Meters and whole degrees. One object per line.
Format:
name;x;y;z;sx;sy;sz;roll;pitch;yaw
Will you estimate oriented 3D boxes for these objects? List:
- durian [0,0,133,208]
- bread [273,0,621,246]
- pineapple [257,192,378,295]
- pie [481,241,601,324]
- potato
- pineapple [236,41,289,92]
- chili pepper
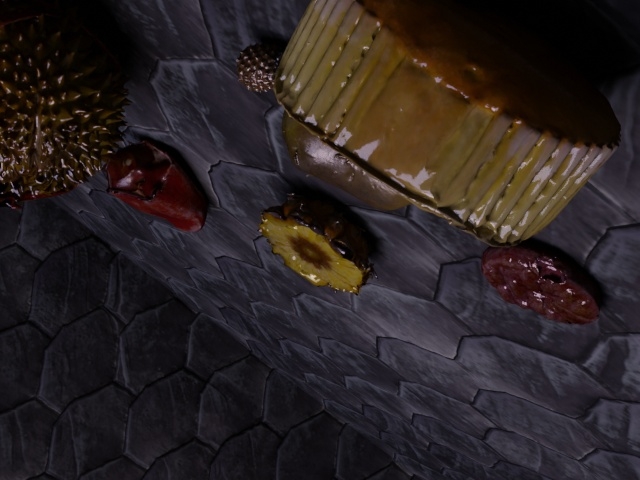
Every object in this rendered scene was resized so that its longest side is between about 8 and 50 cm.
durian;-0.442;-0.209;1.059;0.384;0.348;0.348;12;152;31
bread;0.096;-0.111;0.574;0.250;0.179;0.133;38;121;15
pineapple;0.000;0.000;1.169;0.224;0.076;0.225;29;158;13
pie;0.264;0.052;0.913;0.154;0.036;0.154;30;161;12
potato;0.038;-0.096;0.873;0.200;0.081;0.164;26;159;17
pineapple;-0.036;-0.185;0.814;0.124;0.058;0.058;14;153;45
chili pepper;-0.277;-0.082;1.427;0.144;0.136;0.252;-23;148;15
